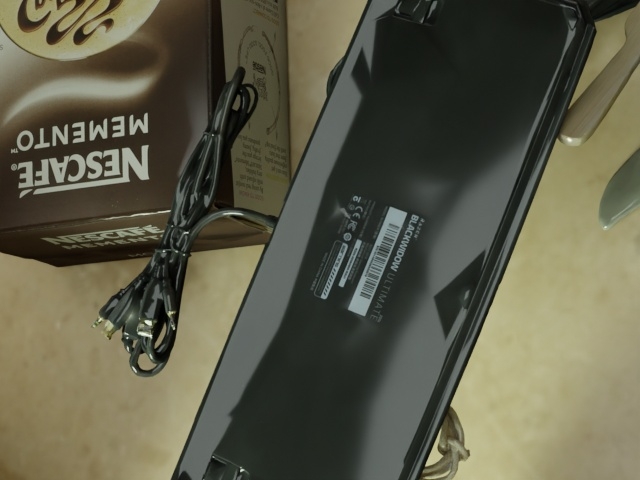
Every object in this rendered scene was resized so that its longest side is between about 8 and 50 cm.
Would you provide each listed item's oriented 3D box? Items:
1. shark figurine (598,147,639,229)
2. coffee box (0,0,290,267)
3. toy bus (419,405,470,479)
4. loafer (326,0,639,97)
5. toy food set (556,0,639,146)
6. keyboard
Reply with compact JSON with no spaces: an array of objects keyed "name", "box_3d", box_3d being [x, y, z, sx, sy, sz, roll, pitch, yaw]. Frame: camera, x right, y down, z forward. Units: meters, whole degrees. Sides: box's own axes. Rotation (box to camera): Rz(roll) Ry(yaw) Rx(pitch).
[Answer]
[{"name":"shark figurine","box_3d":[0.237,-0.022,0.902,0.166,0.116,0.278,-45,65,11]},{"name":"coffee box","box_3d":[-0.116,-0.142,1.067,0.168,0.119,0.297,-7,77,20]},{"name":"toy bus","box_3d":[0.096,0.208,0.916,0.191,0.104,0.202,20,79,9]},{"name":"loafer","box_3d":[0.096,-0.130,0.997,0.223,0.078,0.076,-28,70,16]},{"name":"toy food set","box_3d":[0.217,-0.066,0.851,0.192,0.038,0.132,23,58,26]},{"name":"keyboard","box_3d":[0.000,0.000,0.913,0.202,0.033,0.317,21,86,25]}]
